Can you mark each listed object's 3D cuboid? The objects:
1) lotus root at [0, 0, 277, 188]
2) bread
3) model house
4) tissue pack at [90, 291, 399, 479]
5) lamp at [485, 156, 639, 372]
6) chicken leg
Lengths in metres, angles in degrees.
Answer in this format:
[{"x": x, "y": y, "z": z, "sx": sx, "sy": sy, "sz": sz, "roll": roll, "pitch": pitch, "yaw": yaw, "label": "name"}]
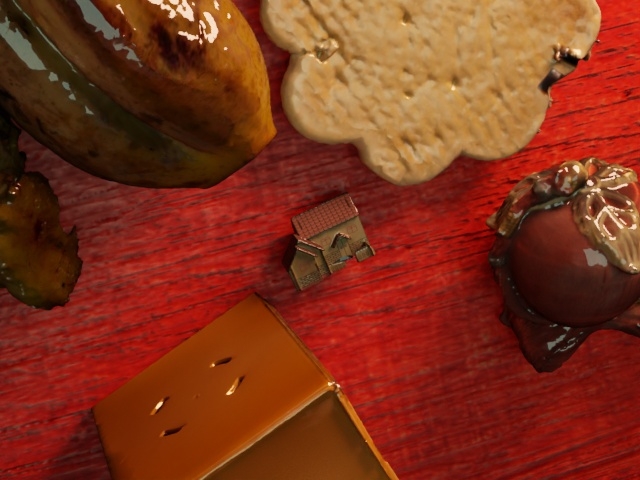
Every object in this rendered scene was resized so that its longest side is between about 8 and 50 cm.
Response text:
[{"x": -0.165, "y": -0.146, "z": 1.122, "sx": 0.291, "sy": 0.193, "sz": 0.193, "roll": 38, "pitch": 90, "yaw": -27, "label": "lotus root"}, {"x": 0.097, "y": -0.198, "z": 1.241, "sx": 0.316, "sy": 0.054, "sz": 0.316, "roll": -3, "pitch": 110, "yaw": -9, "label": "bread"}, {"x": 0.000, "y": 0.000, "z": 1.269, "sx": 0.083, "sy": 0.057, "sz": 0.058, "roll": -24, "pitch": 111, "yaw": -7, "label": "model house"}, {"x": -0.064, "y": 0.180, "z": 1.177, "sx": 0.194, "sy": 0.274, "sz": 0.145, "roll": -37, "pitch": 110, "yaw": -4, "label": "tissue pack"}, {"x": 0.255, "y": 0.009, "z": 1.303, "sx": 0.215, "sy": 0.151, "sz": 0.223, "roll": -10, "pitch": 147, "yaw": -7, "label": "lamp"}, {"x": -0.307, "y": 0.036, "z": 1.162, "sx": 0.211, "sy": 0.140, "sz": 0.361, "roll": 5, "pitch": 112, "yaw": 5, "label": "chicken leg"}]
